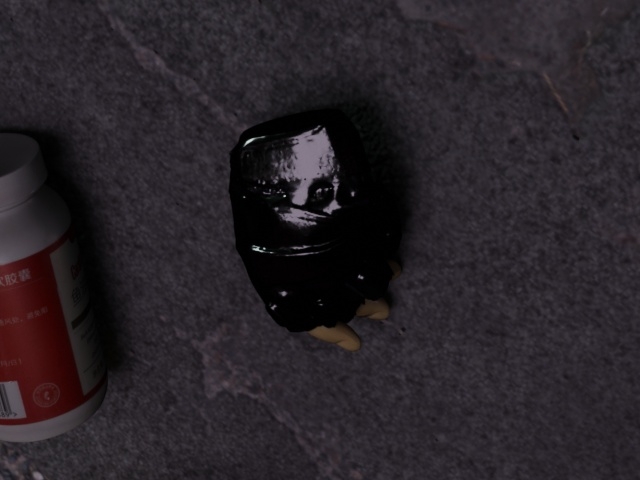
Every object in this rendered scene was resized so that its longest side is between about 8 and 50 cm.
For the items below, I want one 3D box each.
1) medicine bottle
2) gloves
[{"bbox_3d":[-0.267,0.042,1.687,0.131,0.131,0.250,5,120,25],"label":"medicine bottle"},{"bbox_3d":[0.000,0.000,1.542,0.164,0.124,0.203,-1,111,48],"label":"gloves"}]
